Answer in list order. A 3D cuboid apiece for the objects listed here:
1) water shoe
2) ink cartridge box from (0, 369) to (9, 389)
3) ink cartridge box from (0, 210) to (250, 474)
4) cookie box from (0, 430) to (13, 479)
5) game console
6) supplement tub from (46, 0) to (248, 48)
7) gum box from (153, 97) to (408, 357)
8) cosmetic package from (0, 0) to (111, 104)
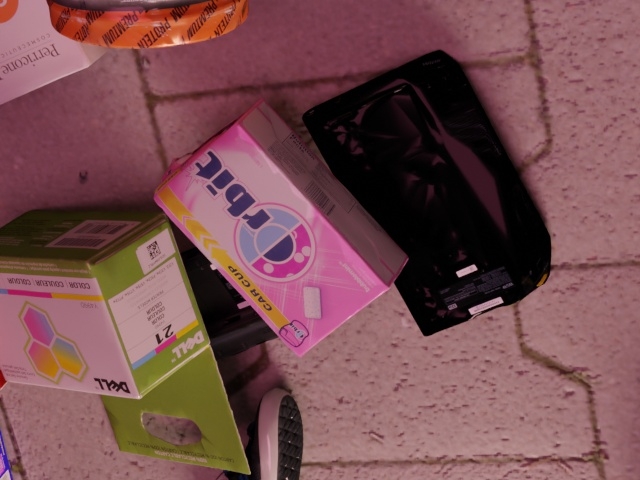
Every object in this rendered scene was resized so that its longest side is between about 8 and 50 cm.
[{"bbox_3d":[-0.063,0.224,1.481,0.080,0.073,0.203,10,117,17],"label":"water shoe"},{"bbox_3d":[-0.373,0.051,1.466,0.231,0.134,0.078,23,124,7],"label":"ink cartridge box"},{"bbox_3d":[-0.186,0.107,1.421,0.189,0.097,0.255,2,117,42],"label":"ink cartridge box"},{"bbox_3d":[-0.363,0.211,1.597,0.107,0.040,0.092,1,116,20],"label":"cookie box"},{"bbox_3d":[0.000,0.000,1.369,0.361,0.044,0.213,-22,104,26],"label":"game console"},{"bbox_3d":[-0.132,-0.310,1.174,0.194,0.193,0.316,7,116,16],"label":"supplement tub"},{"bbox_3d":[-0.035,-0.013,1.314,0.107,0.062,0.188,-39,97,29],"label":"gum box"},{"bbox_3d":[-0.388,-0.221,1.366,0.377,0.097,0.284,-19,110,26],"label":"cosmetic package"}]
